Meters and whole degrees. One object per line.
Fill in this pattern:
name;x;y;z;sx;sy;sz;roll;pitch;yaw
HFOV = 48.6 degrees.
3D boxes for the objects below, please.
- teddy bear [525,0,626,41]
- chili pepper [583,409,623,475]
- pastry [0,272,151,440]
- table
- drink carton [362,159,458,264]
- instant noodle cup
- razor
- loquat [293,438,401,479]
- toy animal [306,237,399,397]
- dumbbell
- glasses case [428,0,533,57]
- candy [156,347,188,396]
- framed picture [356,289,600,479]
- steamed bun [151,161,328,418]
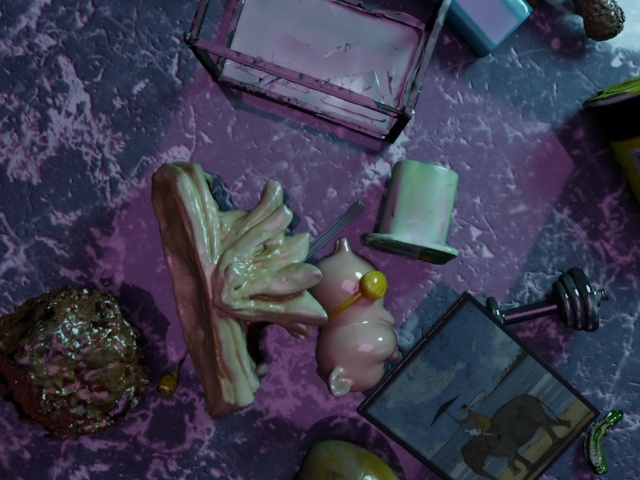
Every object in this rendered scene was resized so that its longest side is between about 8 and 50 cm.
teddy bear;0.412;-0.453;1.142;0.251;0.129;0.182;37;99;13
chili pepper;0.476;0.339;1.209;0.055;0.035;0.118;22;81;-12
pastry;-0.409;0.200;1.131;0.275;0.193;0.275;0;90;-1
table;0.001;-0.319;1.083;0.335;0.272;0.222;19;90;0
drink carton;0.155;-0.048;1.158;0.144;0.146;0.142;12;82;0
instant noodle cup;0.561;-0.156;1.128;0.215;0.215;0.236;-21;98;1
razor;0.000;0.000;1.204;0.191;0.037;0.068;-42;86;-1
loquat;0.054;0.428;1.143;0.179;0.179;0.227;-39;82;1
toy animal;0.050;0.120;1.148;0.149;0.165;0.248;-2;84;5
dumbbell;0.347;0.118;1.177;0.254;0.110;0.110;-14;91;7
glasses case;0.207;-0.447;1.155;0.301;0.070;0.117;45;105;-6
candy;-0.242;0.211;1.214;0.035;0.035;0.123;30;83;-3
framed picture;0.265;0.280;1.162;0.347;0.016;0.265;42;94;-16
steamed bun;-0.123;0.054;1.122;0.189;0.247;0.428;-14;87;-24
